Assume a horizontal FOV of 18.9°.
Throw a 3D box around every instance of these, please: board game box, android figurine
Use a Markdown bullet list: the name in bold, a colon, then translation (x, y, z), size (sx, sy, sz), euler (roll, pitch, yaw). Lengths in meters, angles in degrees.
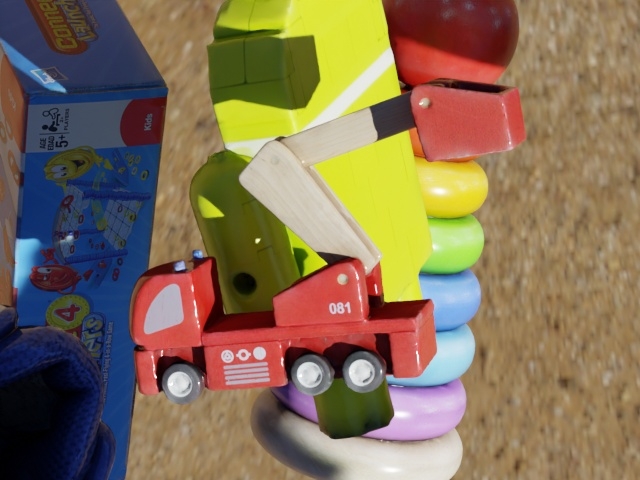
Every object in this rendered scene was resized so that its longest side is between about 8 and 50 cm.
- **board game box**: translation (-0.198, -0.047, 1.265), size (0.086, 0.308, 0.302), euler (-6, 126, -22)
- **android figurine**: translation (0.000, -0.041, 1.034), size (0.056, 0.248, 0.272), euler (-7, 110, 22)

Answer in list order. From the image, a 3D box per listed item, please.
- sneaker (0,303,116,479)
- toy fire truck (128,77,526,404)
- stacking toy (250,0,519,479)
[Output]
- **sneaker**: translation (-0.119, 0.065, 0.611), size (0.131, 0.296, 0.112), euler (-34, 117, 9)
- **toy fire truck**: translation (0.000, 0.000, 0.879), size (0.192, 0.047, 0.135), euler (-5, 99, 15)
- **stacking toy**: translation (0.055, -0.014, 1.216), size (0.141, 0.141, 0.330), euler (13, 104, 0)
